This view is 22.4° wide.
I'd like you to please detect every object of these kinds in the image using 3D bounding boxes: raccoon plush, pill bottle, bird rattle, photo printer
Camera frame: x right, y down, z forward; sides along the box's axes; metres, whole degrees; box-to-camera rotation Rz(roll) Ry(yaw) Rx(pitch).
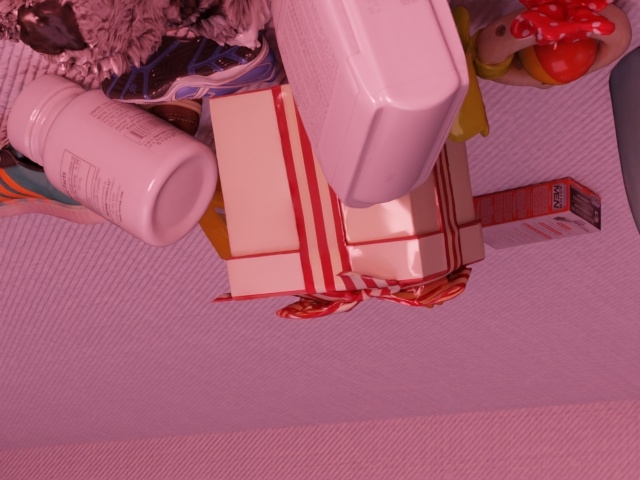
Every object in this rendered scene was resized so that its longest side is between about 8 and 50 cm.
[{"bbox_3d":[-0.275,-0.227,1.478,0.299,0.216,0.446,2,164,25],"label":"raccoon plush"},{"bbox_3d":[-0.240,-0.098,1.830,0.229,0.131,0.131,30,174,26],"label":"pill bottle"},{"bbox_3d":[0.226,-0.214,1.648,0.207,0.143,0.253,3,153,-43],"label":"bird rattle"},{"bbox_3d":[0.036,-0.179,1.493,0.107,0.256,0.307,-16,164,-10],"label":"photo printer"}]

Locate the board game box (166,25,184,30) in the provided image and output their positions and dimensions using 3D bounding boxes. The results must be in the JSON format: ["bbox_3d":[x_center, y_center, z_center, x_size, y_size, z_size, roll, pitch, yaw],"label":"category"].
[{"bbox_3d":[-0.201,-0.237,1.671,0.133,0.033,0.168,-6,161,33],"label":"board game box"}]

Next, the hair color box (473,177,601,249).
[{"bbox_3d":[0.291,-0.035,2.222,0.167,0.053,0.093,-10,157,35],"label":"hair color box"}]

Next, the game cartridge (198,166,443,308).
[{"bbox_3d":[0.000,0.000,2.080,0.323,0.053,0.285,15,164,14],"label":"game cartridge"}]

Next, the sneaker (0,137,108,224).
[{"bbox_3d":[-0.371,-0.100,2.035,0.302,0.108,0.121,4,132,32],"label":"sneaker"}]

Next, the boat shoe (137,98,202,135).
[{"bbox_3d":[-0.210,-0.104,1.986,0.095,0.095,0.257,6,162,-13],"label":"boat shoe"}]

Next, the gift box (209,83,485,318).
[{"bbox_3d":[0.017,-0.045,1.767,0.255,0.258,0.276,-7,-177,28],"label":"gift box"}]

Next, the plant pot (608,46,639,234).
[{"bbox_3d":[0.471,-0.076,1.789,0.293,0.235,0.293,1,161,0],"label":"plant pot"}]

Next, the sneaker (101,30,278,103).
[{"bbox_3d":[-0.144,-0.181,1.771,0.211,0.080,0.081,-6,157,25],"label":"sneaker"}]
